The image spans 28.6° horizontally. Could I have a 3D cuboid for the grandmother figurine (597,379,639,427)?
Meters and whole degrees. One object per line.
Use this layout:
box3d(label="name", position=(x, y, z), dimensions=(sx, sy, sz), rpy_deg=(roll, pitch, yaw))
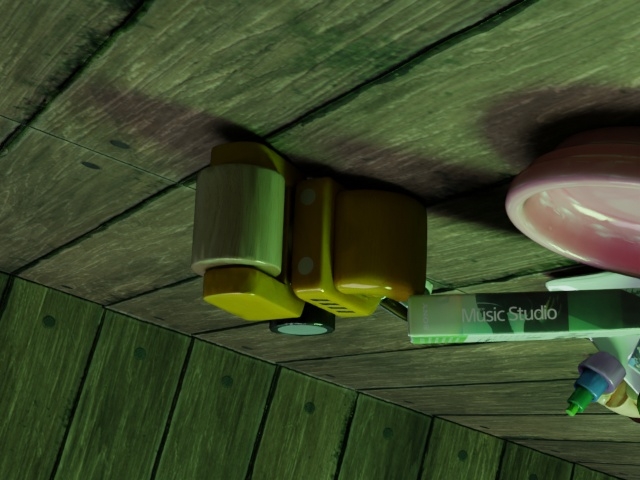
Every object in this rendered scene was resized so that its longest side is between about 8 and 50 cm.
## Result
box3d(label="grandmother figurine", position=(0.619, 0.316, 2.411), dimensions=(0.208, 0.104, 0.342), rpy_deg=(15, 166, 37))

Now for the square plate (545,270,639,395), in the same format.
box3d(label="square plate", position=(0.520, 0.153, 1.758), dimensions=(0.347, 0.049, 0.344), rpy_deg=(48, 159, -8))

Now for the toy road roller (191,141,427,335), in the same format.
box3d(label="toy road roller", position=(0.000, 0.000, 1.671), dimensions=(0.241, 0.202, 0.329), rpy_deg=(-7, 162, 27))

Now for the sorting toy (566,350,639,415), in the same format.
box3d(label="sorting toy", position=(0.511, 0.313, 1.830), dimensions=(0.365, 0.126, 0.127), rpy_deg=(36, 159, 17))

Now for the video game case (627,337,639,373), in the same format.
box3d(label="video game case", position=(0.525, 0.185, 1.710), dimensions=(0.201, 0.023, 0.183), rpy_deg=(36, 157, 19))

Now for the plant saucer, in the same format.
box3d(label="plant saucer", position=(0.371, -0.037, 1.362), dimensions=(0.332, 0.084, 0.332), rpy_deg=(15, 166, 4))

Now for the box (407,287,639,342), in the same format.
box3d(label="box", position=(0.272, 0.097, 1.602), dimensions=(0.322, 0.058, 0.232), rpy_deg=(-4, 173, 4))

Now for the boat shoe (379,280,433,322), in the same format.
box3d(label="boat shoe", position=(0.081, 0.073, 2.081), dimensions=(0.233, 0.079, 0.084), rpy_deg=(23, 165, -23))
